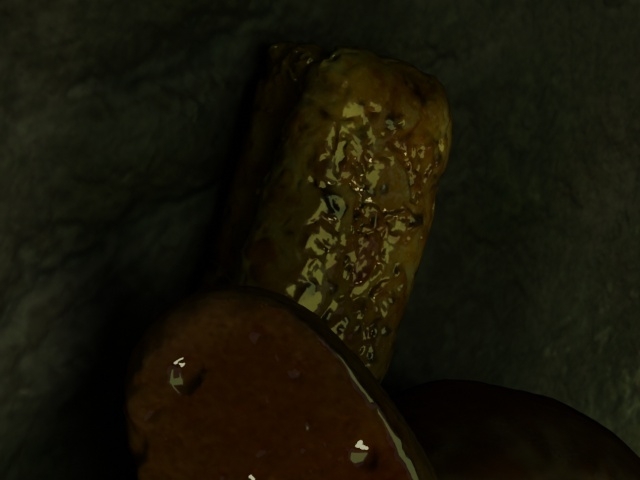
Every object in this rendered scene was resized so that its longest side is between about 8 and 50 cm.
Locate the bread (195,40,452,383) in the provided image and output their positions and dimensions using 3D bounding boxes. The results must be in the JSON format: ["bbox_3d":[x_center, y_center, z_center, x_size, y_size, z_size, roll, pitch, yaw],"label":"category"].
[{"bbox_3d":[0.000,0.000,0.971,0.114,0.083,0.211,16,87,-38],"label":"bread"}]

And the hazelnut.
[{"bbox_3d":[0.089,0.161,1.004,0.214,0.214,0.176,-13,80,-39],"label":"hazelnut"}]

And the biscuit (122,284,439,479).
[{"bbox_3d":[-0.067,0.175,0.896,0.277,0.052,0.262,-30,98,6],"label":"biscuit"}]
